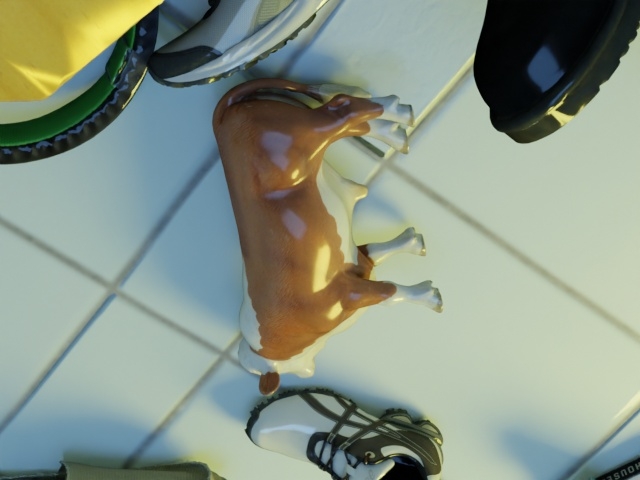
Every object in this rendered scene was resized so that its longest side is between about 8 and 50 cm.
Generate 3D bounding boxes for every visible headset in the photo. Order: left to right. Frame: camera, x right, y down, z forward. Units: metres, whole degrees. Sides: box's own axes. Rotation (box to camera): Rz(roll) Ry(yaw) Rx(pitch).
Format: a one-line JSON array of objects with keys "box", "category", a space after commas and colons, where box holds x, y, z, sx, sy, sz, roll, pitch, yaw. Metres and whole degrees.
[{"box": [-0.324, -0.211, 1.025, 0.394, 0.185, 0.243, 17, 112, -29], "category": "headset"}]

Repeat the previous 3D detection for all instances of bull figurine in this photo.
[{"box": [0.000, 0.000, 1.155, 0.188, 0.101, 0.310, -12, 120, -2], "category": "bull figurine"}]

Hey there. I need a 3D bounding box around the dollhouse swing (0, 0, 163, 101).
[{"box": [-0.247, -0.327, 0.880, 0.347, 0.315, 0.305, -41, 146, 0], "category": "dollhouse swing"}]

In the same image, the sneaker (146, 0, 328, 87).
[{"box": [-0.033, -0.219, 1.046, 0.271, 0.100, 0.108, -37, 105, 8], "category": "sneaker"}]

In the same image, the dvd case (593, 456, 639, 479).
[{"box": [0.342, 0.341, 1.395, 0.179, 0.029, 0.238, -29, 115, 12], "category": "dvd case"}]

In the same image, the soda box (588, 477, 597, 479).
[{"box": [0.337, 0.309, 1.325, 0.183, 0.063, 0.058, 25, 114, -14], "category": "soda box"}]

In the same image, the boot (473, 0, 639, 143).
[{"box": [0.113, -0.268, 0.942, 0.260, 0.131, 0.348, 26, 71, -20], "category": "boot"}]

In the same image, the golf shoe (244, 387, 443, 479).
[{"box": [0.026, 0.200, 1.265, 0.198, 0.094, 0.077, 8, 118, -6], "category": "golf shoe"}]

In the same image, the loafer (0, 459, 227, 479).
[{"box": [-0.221, 0.263, 1.276, 0.268, 0.102, 0.092, -13, 124, 4], "category": "loafer"}]
